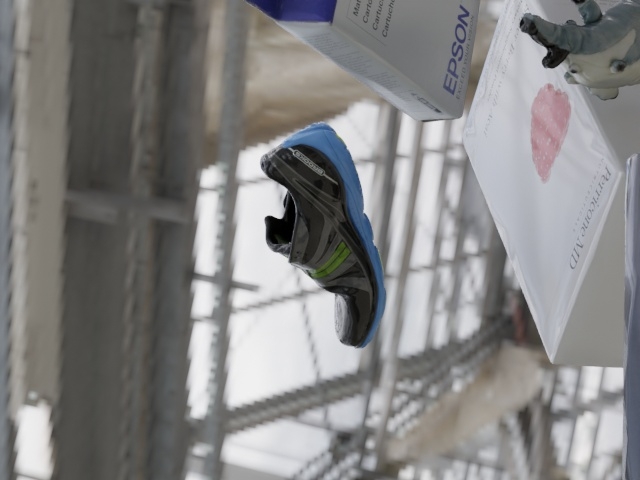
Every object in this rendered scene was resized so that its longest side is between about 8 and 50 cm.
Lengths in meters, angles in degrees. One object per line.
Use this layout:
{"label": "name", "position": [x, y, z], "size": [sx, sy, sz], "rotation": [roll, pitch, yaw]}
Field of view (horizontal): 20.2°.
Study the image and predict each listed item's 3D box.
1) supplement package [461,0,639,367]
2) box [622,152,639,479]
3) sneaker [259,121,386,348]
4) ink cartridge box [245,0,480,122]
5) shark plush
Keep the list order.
{"label": "supplement package", "position": [0.240, -0.059, 1.367], "size": [0.293, 0.175, 0.177], "rotation": [-105, 25, -52]}
{"label": "box", "position": [0.262, 0.095, 0.687], "size": [0.076, 0.307, 0.242], "rotation": [161, 112, -65]}
{"label": "sneaker", "position": [0.000, 0.000, 1.324], "size": [0.067, 0.078, 0.188], "rotation": [-116, 7, -56]}
{"label": "ink cartridge box", "position": [0.039, -0.222, 1.210], "size": [0.224, 0.045, 0.223], "rotation": [28, -114, -48]}
{"label": "shark plush", "position": [0.175, -0.134, 1.191], "size": [0.161, 0.073, 0.067], "rotation": [-5, -100, -38]}
